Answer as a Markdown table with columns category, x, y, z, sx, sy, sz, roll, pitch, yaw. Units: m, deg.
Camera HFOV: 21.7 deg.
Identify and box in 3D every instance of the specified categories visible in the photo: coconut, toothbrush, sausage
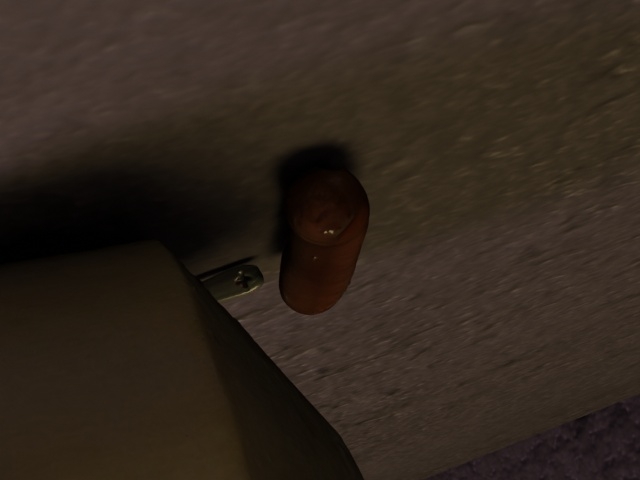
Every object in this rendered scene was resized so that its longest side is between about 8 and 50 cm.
| category | x | y | z | sx | sy | sz | roll | pitch | yaw |
| --- | --- | --- | --- | --- | --- | --- | --- | --- | --- |
| coconut | -0.119 | 0.146 | 0.746 | 0.323 | 0.323 | 0.323 | -16 | 166 | -4 |
| toothbrush | -0.124 | 0.051 | 0.917 | 0.204 | 0.017 | 0.022 | -20 | -175 | 13 |
| sausage | 0.000 | 0.000 | 0.813 | 0.043 | 0.043 | 0.186 | -15 | 167 | -7 |
